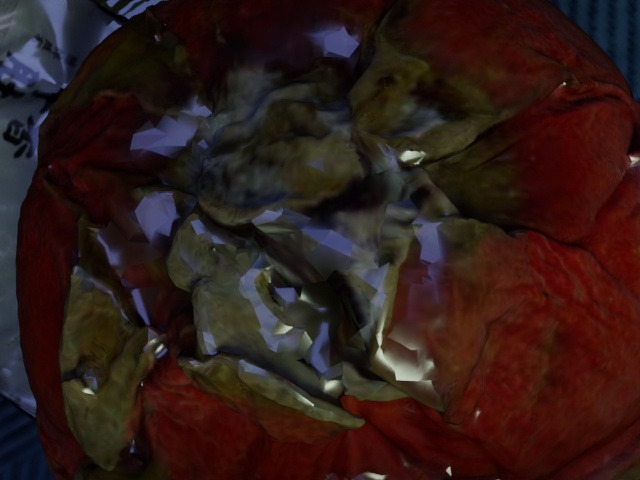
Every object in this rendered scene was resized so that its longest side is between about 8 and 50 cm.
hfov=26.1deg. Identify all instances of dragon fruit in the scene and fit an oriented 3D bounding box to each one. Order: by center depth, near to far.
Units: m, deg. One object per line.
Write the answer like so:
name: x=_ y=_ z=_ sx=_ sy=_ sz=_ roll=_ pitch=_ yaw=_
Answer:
dragon fruit: x=-0.001 y=0.004 z=0.382 sx=0.223 sy=0.148 sz=0.218 roll=-30 pitch=76 yaw=7

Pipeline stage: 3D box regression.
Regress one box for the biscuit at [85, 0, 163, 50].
biscuit: x=0.016 y=-0.181 z=0.544 sx=0.322 sy=0.038 sz=0.099 roll=-38 pitch=64 yaw=1

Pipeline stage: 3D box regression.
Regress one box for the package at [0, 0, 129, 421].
package: x=-0.131 y=-0.036 z=0.524 sx=0.239 sy=0.030 sz=0.154 roll=27 pitch=96 yaw=21
